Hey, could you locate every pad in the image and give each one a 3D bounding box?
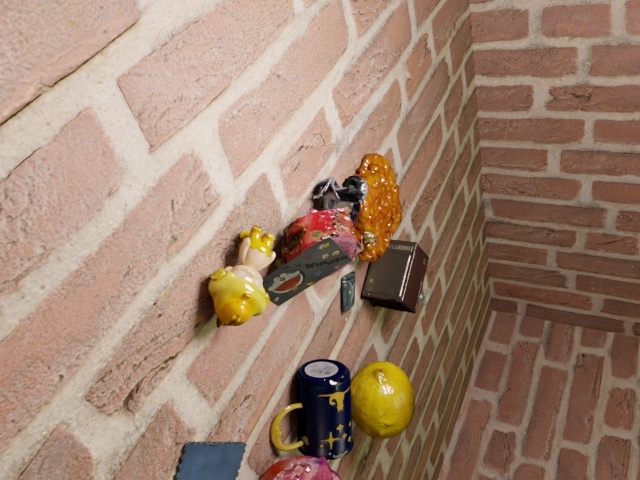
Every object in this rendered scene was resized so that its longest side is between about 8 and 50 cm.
[{"bbox_3d":[-0.047,0.085,1.450,0.170,0.246,0.006,45,16,-56],"label":"pad"},{"bbox_3d":[-0.286,0.622,1.341,0.270,0.012,0.268,39,64,-57],"label":"pad"}]

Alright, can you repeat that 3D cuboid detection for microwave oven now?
[{"bbox_3d":[0.283,0.134,2.071,0.188,0.178,0.247,39,64,-58],"label":"microwave oven"}]

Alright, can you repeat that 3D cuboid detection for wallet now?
[{"bbox_3d":[0.098,0.177,1.903,0.088,0.026,0.129,-25,118,-58],"label":"wallet"}]

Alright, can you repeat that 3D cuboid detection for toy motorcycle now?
[{"bbox_3d":[0.038,-0.074,1.629,0.106,0.159,0.270,-14,126,-66],"label":"toy motorcycle"}]

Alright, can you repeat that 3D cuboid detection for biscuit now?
[{"bbox_3d":[0.179,-0.103,1.891,0.312,0.111,0.318,-57,144,-41],"label":"biscuit"}]

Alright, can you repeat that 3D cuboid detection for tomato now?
[{"bbox_3d":[-0.105,0.750,1.548,0.290,0.176,0.334,44,57,-32],"label":"tomato"}]

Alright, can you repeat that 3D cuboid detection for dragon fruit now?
[{"bbox_3d":[0.000,0.000,1.502,0.282,0.147,0.211,-20,147,-13],"label":"dragon fruit"}]

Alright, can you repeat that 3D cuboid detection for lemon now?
[{"bbox_3d":[0.220,0.577,2.008,0.284,0.261,0.260,56,49,-38],"label":"lemon"}]

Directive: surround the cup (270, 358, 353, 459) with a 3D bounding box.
[{"bbox_3d":[-0.009,0.516,1.647,0.255,0.179,0.256,-27,119,-58],"label":"cup"}]

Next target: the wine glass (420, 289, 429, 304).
[{"bbox_3d":[0.364,0.219,2.269,0.073,0.155,0.073,9,90,-66],"label":"wine glass"}]

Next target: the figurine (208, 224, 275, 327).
[{"bbox_3d":[-0.179,0.088,1.278,0.156,0.131,0.246,33,65,-22],"label":"figurine"}]
